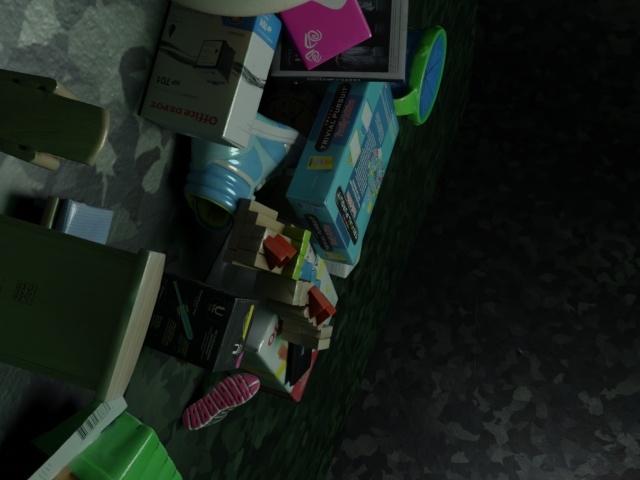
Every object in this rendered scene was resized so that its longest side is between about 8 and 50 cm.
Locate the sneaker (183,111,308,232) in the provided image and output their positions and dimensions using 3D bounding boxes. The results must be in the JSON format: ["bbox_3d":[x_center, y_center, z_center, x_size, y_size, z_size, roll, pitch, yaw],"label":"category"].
[{"bbox_3d":[-0.131,-0.113,1.116,0.319,0.127,0.208,8,96,-63],"label":"sneaker"}]

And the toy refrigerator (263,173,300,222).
[{"bbox_3d":[-0.031,-0.107,1.457,0.094,0.102,0.270,87,25,-47],"label":"toy refrigerator"}]

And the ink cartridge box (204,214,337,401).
[{"bbox_3d":[-0.102,0.152,1.366,0.385,0.160,0.279,70,39,-61],"label":"ink cartridge box"}]

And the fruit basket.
[{"bbox_3d":[-0.364,0.402,0.875,0.353,0.165,0.327,-45,149,-28],"label":"fruit basket"}]

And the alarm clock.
[{"bbox_3d":[-0.046,-0.252,1.230,0.192,0.129,0.064,91,23,-48],"label":"alarm clock"}]

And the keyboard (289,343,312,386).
[{"bbox_3d":[-0.034,0.206,1.319,0.108,0.023,0.180,-40,144,-50],"label":"keyboard"}]

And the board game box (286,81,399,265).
[{"bbox_3d":[0.055,-0.159,1.229,0.254,0.079,0.336,62,44,-60],"label":"board game box"}]

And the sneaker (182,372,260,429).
[{"bbox_3d":[-0.200,0.329,1.313,0.170,0.063,0.075,-33,166,-9],"label":"sneaker"}]

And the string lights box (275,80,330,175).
[{"bbox_3d":[-0.012,-0.243,1.340,0.260,0.133,0.077,87,25,-46],"label":"string lights box"}]

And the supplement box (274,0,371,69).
[{"bbox_3d":[-0.011,-0.360,1.006,0.111,0.113,0.220,61,3,-26],"label":"supplement box"}]

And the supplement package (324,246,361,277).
[{"bbox_3d":[0.000,0.000,1.514,0.105,0.179,0.105,-46,147,-57],"label":"supplement package"}]

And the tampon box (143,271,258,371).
[{"bbox_3d":[-0.203,0.129,1.039,0.101,0.160,0.121,26,81,-72],"label":"tampon box"}]

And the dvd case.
[{"bbox_3d":[0.035,-0.372,1.139,0.029,0.238,0.180,48,45,-82],"label":"dvd case"}]

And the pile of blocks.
[{"bbox_3d":[-0.032,0.067,1.107,0.149,0.112,0.362,-61,147,-27],"label":"pile of blocks"}]

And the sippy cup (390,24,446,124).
[{"bbox_3d":[0.174,-0.428,1.597,0.305,0.223,0.240,-22,127,-68],"label":"sippy cup"}]

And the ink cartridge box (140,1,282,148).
[{"bbox_3d":[-0.152,-0.241,0.901,0.082,0.139,0.191,18,88,-73],"label":"ink cartridge box"}]

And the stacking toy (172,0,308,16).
[{"bbox_3d":[-0.078,-0.436,0.833,0.480,0.350,0.351,-80,-177,-81],"label":"stacking toy"}]

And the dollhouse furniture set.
[{"bbox_3d":[-0.236,0.014,0.710,0.303,0.198,0.287,53,54,-84],"label":"dollhouse furniture set"}]
